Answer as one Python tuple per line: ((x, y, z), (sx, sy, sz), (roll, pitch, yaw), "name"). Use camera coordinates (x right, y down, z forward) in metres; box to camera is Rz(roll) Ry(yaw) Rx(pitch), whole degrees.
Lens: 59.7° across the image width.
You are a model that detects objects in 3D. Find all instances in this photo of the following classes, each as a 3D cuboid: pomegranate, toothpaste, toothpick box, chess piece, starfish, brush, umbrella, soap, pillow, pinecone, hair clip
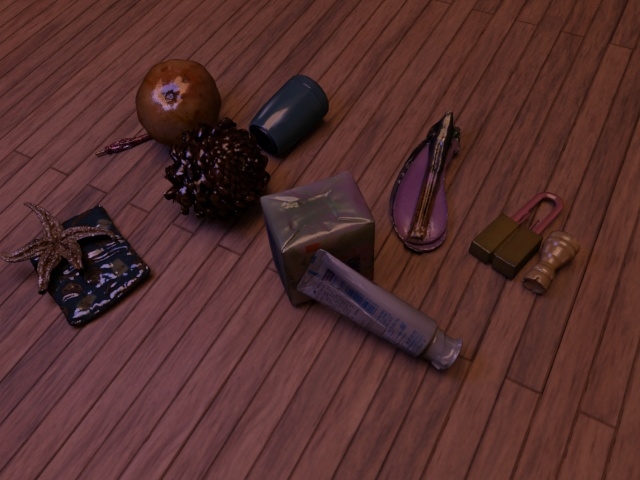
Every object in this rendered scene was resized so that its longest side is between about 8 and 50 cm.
((-0.323, -0.314, 1.292), (0.207, 0.207, 0.207), (-2, 56, 3), "pomegranate")
((0.104, 0.126, 0.982), (0.299, 0.114, 0.073), (31, 41, 2), "toothpaste")
((-0.078, -0.290, 1.305), (0.120, 0.120, 0.184), (33, 67, 24), "toothpick box")
((0.439, 0.044, 1.073), (0.066, 0.066, 0.122), (34, 71, 24), "chess piece")
((-0.541, 0.003, 1.144), (0.213, 0.057, 0.238), (-26, 60, -20), "starfish")
((0.415, -0.030, 1.131), (0.233, 0.047, 0.103), (-40, 59, -21), "brush")
((-0.467, -0.238, 1.357), (0.165, 0.025, 0.027), (-22, 35, -12), "umbrella")
((0.000, 0.000, 1.052), (0.182, 0.199, 0.138), (-19, 54, -9), "soap")
((-0.487, 0.044, 1.158), (0.189, 0.034, 0.255), (-35, 60, -19), "pillow")
((-0.226, -0.142, 1.166), (0.221, 0.221, 0.221), (-2, 56, 3), "pinecone")
((0.231, -0.131, 1.212), (0.110, 0.095, 0.359), (29, 66, -18), "hair clip")
